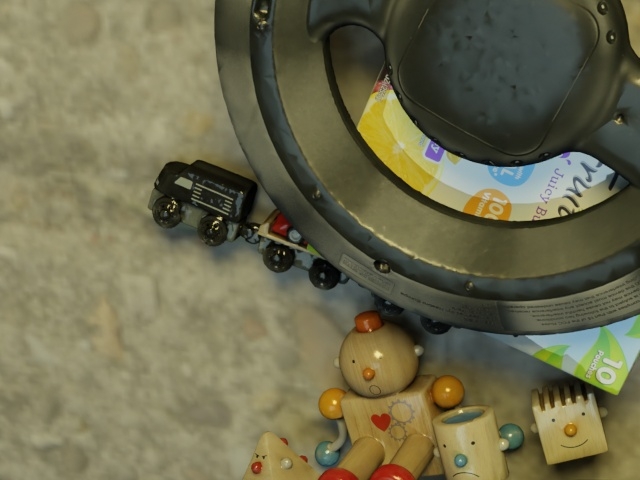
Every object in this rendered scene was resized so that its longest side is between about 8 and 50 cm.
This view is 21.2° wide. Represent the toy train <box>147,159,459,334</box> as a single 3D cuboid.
[{"bbox_3d":[0.000,0.000,0.750,0.158,0.027,0.036,21,111,9],"label":"toy train"}]

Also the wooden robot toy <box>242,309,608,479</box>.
[{"bbox_3d":[0.034,0.070,0.751,0.173,0.076,0.079,-9,101,24],"label":"wooden robot toy"}]

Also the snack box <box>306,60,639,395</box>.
[{"bbox_3d":[0.078,-0.014,0.694,0.141,0.037,0.100,25,108,7],"label":"snack box"}]

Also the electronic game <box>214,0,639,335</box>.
[{"bbox_3d":[0.069,-0.073,0.636,0.229,0.048,0.229,6,110,17],"label":"electronic game"}]
